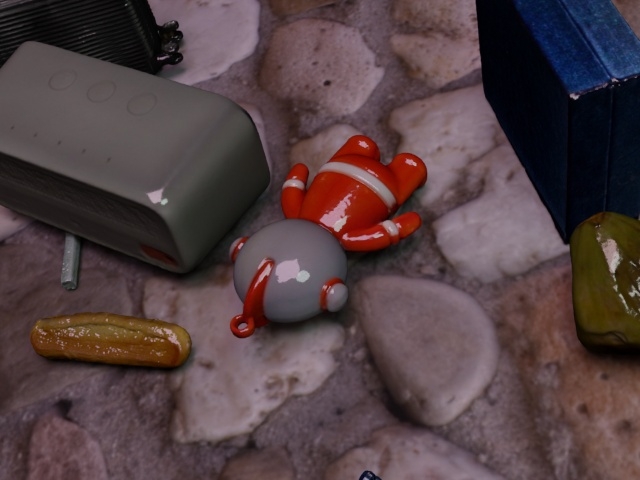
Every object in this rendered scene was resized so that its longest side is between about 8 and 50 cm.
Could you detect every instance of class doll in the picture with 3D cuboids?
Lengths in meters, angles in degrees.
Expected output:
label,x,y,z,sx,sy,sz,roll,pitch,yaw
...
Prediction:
label,x,y,z,sx,sy,sz,roll,pitch,yaw
doll,0.000,0.000,1.191,0.200,0.105,0.336,24,57,26

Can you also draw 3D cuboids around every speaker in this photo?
label,x,y,z,sx,sy,sz,roll,pitch,yaw
speaker,-0.288,-0.112,1.277,0.406,0.183,0.184,19,56,25

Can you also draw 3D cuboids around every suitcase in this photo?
label,x,y,z,sx,sy,sz,roll,pitch,yaw
suitcase,-0.383,-0.324,1.448,0.312,0.202,0.128,-15,44,5

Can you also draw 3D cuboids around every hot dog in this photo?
label,x,y,z,sx,sy,sz,roll,pitch,yaw
hot dog,-0.262,0.123,1.200,0.216,0.047,0.066,0,93,16

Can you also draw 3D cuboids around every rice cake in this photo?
label,x,y,z,sx,sy,sz,roll,pitch,yaw
rice cake,-0.343,0.013,1.311,0.021,0.022,0.121,-9,54,6

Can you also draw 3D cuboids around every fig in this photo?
label,x,y,z,sx,sy,sz,roll,pitch,yaw
fig,0.333,0.047,1.040,0.165,0.154,0.144,55,35,3

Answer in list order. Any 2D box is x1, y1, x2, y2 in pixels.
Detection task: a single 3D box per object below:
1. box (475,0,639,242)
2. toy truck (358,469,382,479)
label,x,y,z,sx,sy,sz,roll,pitch,yaw
box,0.287,-0.188,1.139,0.116,0.261,0.279,-17,53,0
toy truck,0.053,0.292,0.992,0.056,0.073,0.090,24,78,27
